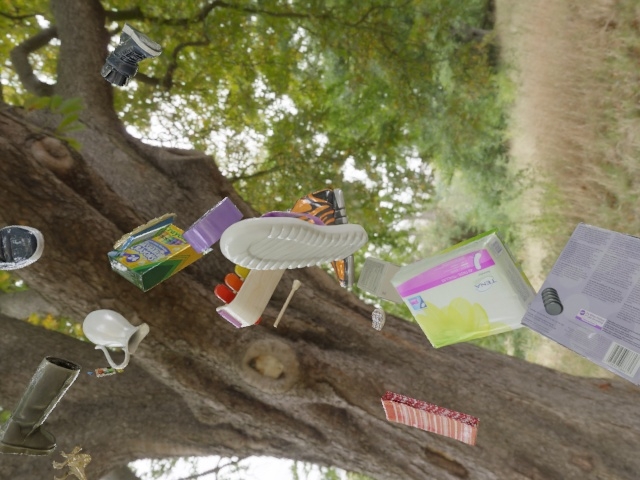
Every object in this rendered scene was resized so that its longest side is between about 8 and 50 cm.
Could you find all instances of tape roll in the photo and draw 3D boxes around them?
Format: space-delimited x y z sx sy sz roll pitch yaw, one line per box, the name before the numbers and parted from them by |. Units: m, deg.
tape roll | -0.342 -0.049 1.578 0.189 0.080 0.189 -38 14 11

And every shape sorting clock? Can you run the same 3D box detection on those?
shape sorting clock | -0.533 -0.030 1.516 0.040 0.206 0.206 62 -169 0

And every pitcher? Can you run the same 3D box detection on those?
pitcher | -0.741 0.345 1.762 0.125 0.207 0.177 77 -148 -64

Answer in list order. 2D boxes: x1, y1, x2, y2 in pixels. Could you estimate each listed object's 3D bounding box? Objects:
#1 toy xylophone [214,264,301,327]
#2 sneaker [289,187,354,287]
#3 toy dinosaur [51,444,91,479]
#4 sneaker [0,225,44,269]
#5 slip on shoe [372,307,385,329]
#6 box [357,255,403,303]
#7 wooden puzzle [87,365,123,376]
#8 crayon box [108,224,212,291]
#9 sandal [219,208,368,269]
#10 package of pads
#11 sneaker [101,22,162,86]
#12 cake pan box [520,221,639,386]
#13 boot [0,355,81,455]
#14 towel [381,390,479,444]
toy xylophone | -0.199 0.154 1.670 0.236 0.081 0.322 53 -125 -27
sneaker | 0.000 0.000 1.470 0.124 0.180 0.320 79 -179 -60
toy dinosaur | -0.655 0.597 1.317 0.093 0.183 0.053 -5 -68 -35
sneaker | -0.763 0.019 1.073 0.153 0.283 0.099 8 -102 -81
slip on shoe | 0.218 0.278 1.804 0.041 0.052 0.135 -46 -28 -27
box | 0.267 0.163 2.089 0.232 0.127 0.148 -161 91 -73
wooden puzzle | -0.837 0.508 1.937 0.117 0.079 0.014 -5 -80 -37
crayon box | -0.599 0.042 1.885 0.323 0.203 0.083 -36 -40 -41
sandal | -0.060 -0.013 1.092 0.169 0.102 0.417 -39 -26 29
package of pads | 0.351 0.130 1.213 0.297 0.229 0.101 -29 7 42
sneaker | -0.513 -0.484 1.345 0.086 0.226 0.163 25 -77 -41
cake pan box | 0.546 0.111 0.925 0.245 0.070 0.267 -63 30 2
boot | -0.614 0.371 1.120 0.189 0.076 0.208 70 -138 -67
towel | 0.319 0.527 1.460 0.198 0.275 0.031 73 -146 -50
